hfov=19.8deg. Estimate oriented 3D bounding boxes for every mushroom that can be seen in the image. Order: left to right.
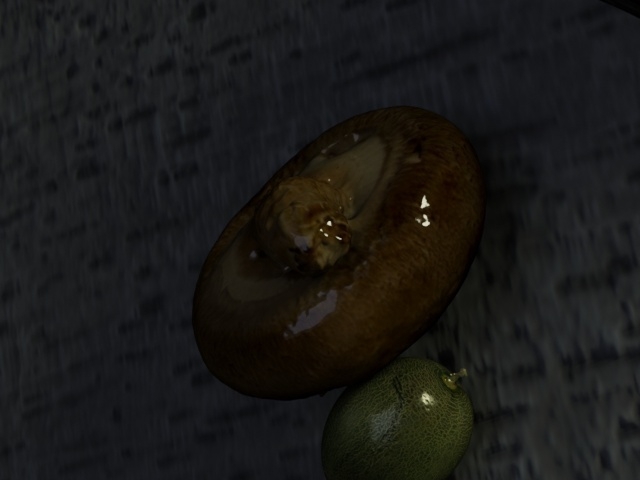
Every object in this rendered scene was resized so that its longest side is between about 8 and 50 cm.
[{"bbox_3d":[0.014,0.018,1.884,0.345,0.345,0.239,-6,111,41],"label":"mushroom"}]

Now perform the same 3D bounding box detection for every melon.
[{"bbox_3d":[0.081,0.193,1.876,0.192,0.139,0.139,-46,57,23],"label":"melon"}]

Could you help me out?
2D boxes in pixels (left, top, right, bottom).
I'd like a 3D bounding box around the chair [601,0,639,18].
[{"bbox_3d":[0.304,-0.287,1.742,0.260,0.155,0.141,34,105,37],"label":"chair"}]
